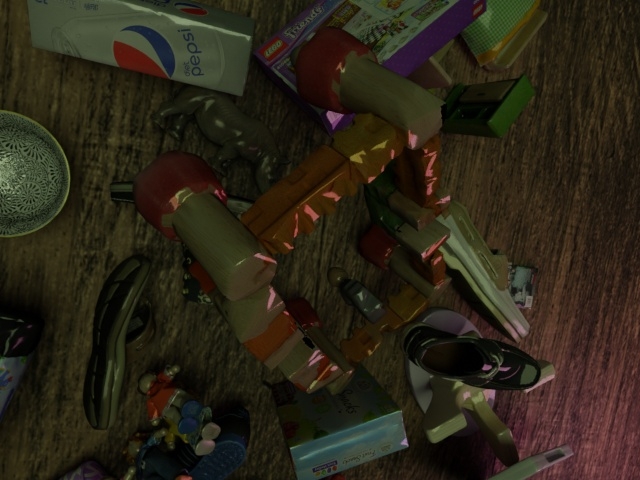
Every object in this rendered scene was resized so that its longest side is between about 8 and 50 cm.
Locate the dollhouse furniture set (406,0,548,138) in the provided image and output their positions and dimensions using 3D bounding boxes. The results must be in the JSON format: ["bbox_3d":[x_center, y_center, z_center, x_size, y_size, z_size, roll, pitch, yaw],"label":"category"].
[{"bbox_3d":[0.278,-0.350,0.726,0.197,0.151,0.302,38,87,-26],"label":"dollhouse furniture set"}]

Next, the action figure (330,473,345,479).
[{"bbox_3d":[-0.038,0.535,0.765,0.280,0.139,0.092,-35,140,-28],"label":"action figure"}]

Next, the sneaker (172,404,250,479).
[{"bbox_3d":[-0.204,0.374,0.760,0.232,0.090,0.081,-39,107,15],"label":"sneaker"}]

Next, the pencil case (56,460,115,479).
[{"bbox_3d":[-0.430,0.443,0.708,0.206,0.088,0.086,-33,59,-7],"label":"pencil case"}]

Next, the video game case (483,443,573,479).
[{"bbox_3d":[0.336,0.435,0.807,0.204,0.025,0.285,-42,142,20],"label":"video game case"}]

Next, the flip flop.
[{"bbox_3d":[-0.303,0.157,0.696,0.080,0.112,0.277,9,93,-41],"label":"flip flop"}]

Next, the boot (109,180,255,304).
[{"bbox_3d":[-0.215,0.005,0.701,0.236,0.085,0.179,9,97,-15],"label":"boot"}]

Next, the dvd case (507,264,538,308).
[{"bbox_3d":[0.380,0.092,0.898,0.119,0.013,0.087,5,96,-13],"label":"dvd case"}]

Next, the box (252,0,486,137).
[{"bbox_3d":[0.066,-0.311,0.667,0.293,0.201,0.057,-39,147,-1],"label":"box"}]

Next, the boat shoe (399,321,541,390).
[{"bbox_3d":[0.239,0.190,0.681,0.232,0.079,0.084,17,89,-10],"label":"boat shoe"}]

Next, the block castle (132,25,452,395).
[{"bbox_3d":[0.000,0.000,0.598,0.303,0.213,0.453,-41,147,-9],"label":"block castle"}]

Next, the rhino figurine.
[{"bbox_3d":[-0.135,-0.154,0.707,0.243,0.073,0.106,38,90,-17],"label":"rhino figurine"}]

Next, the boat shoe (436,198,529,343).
[{"bbox_3d":[0.298,0.058,0.818,0.103,0.113,0.302,-42,101,-5],"label":"boat shoe"}]

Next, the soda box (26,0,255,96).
[{"bbox_3d":[-0.241,-0.296,0.630,0.286,0.098,0.091,9,129,-14],"label":"soda box"}]

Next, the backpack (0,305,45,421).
[{"bbox_3d":[-0.563,0.245,0.577,0.289,0.273,0.356,16,71,-18],"label":"backpack"}]

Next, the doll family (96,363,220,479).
[{"bbox_3d":[-0.248,0.323,0.694,0.118,0.163,0.263,31,78,-48],"label":"doll family"}]

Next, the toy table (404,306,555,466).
[{"bbox_3d":[0.275,0.267,0.819,0.252,0.161,0.274,-34,103,-8],"label":"toy table"}]

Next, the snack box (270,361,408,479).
[{"bbox_3d":[0.020,0.284,0.731,0.174,0.207,0.070,-14,100,-11],"label":"snack box"}]

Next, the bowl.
[{"bbox_3d":[-0.438,-0.093,0.634,0.170,0.080,0.170,-2,97,-14],"label":"bowl"}]
